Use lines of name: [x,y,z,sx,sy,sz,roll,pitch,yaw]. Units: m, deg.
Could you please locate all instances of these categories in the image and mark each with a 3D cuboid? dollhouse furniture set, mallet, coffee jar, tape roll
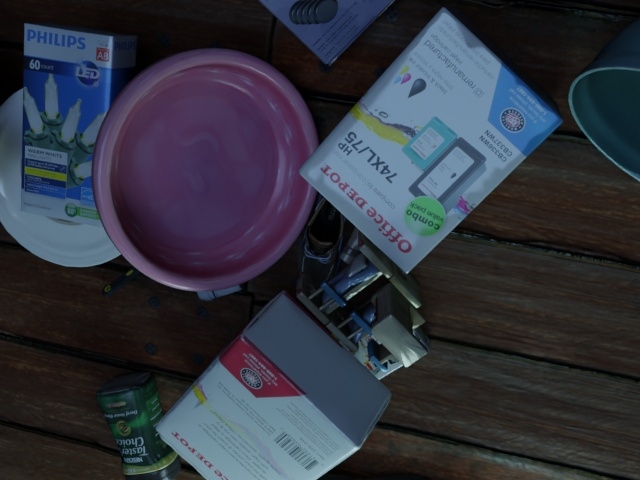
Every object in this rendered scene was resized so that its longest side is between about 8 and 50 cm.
dollhouse furniture set: [0.051,0.094,1.115,0.129,0.184,0.129,-38,108,19]
mallet: [-0.279,0.048,1.303,0.189,0.039,0.062,-40,57,23]
coffee jar: [-0.299,0.317,1.368,0.096,0.079,0.185,-12,102,16]
tape roll: [-0.366,-0.108,1.257,0.286,0.100,0.286,4,107,12]

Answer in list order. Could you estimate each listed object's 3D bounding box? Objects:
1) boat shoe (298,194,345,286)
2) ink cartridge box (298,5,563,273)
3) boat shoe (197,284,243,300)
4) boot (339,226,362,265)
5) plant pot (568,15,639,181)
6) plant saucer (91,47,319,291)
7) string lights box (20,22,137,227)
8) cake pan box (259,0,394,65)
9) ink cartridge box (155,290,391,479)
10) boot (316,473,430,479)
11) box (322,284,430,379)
boat shoe: [0.000,0.000,1.217,0.066,0.066,0.183,14,108,8]
ink cartridge box: [0.146,-0.135,1.076,0.198,0.197,0.270,43,110,0]
boat shoe: [-0.171,-0.019,1.255,0.075,0.083,0.226,-11,114,4]
boot: [0.060,-0.005,1.197,0.087,0.042,0.118,-47,118,5]
plant pot: [0.472,-0.184,0.966,0.293,0.293,0.196,35,83,2]
plant saucer: [-0.158,-0.098,1.142,0.332,0.084,0.332,-9,107,-29]
string lights box: [-0.335,-0.161,1.140,0.133,0.077,0.260,10,107,11]
cake pan box: [0.013,-0.406,1.064,0.245,0.070,0.267,38,112,-23]
ink cartridge box: [-0.077,0.252,1.222,0.226,0.131,0.306,43,133,-1]
boot: [0.105,0.447,1.317,0.305,0.112,0.115,7,137,7]
box: [0.053,0.169,1.267,0.207,0.036,0.114,-34,95,19]
